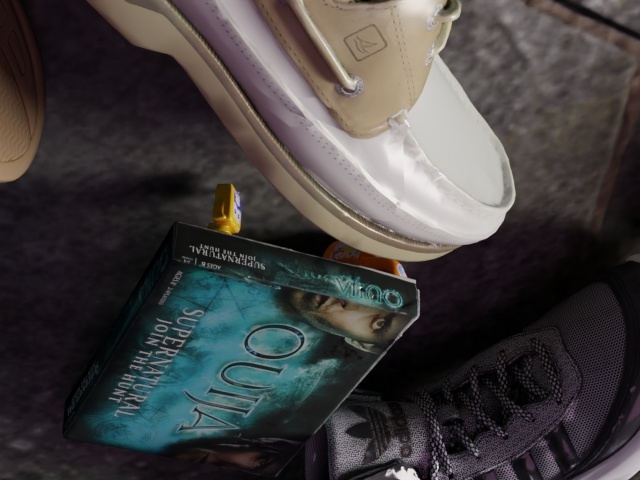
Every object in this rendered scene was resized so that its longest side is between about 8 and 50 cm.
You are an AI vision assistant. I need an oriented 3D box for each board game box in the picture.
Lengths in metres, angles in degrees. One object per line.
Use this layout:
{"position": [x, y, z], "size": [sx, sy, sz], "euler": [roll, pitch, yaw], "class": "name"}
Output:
{"position": [-0.045, 0.062, 0.847], "size": [0.126, 0.026, 0.186], "euler": [13, 144, -18], "class": "board game box"}

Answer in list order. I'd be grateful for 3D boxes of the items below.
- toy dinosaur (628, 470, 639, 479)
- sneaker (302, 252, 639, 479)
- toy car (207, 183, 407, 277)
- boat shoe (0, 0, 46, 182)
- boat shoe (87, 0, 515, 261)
{"position": [0.191, 0.109, 0.993], "size": [0.118, 0.064, 0.268], "euler": [20, 130, -19], "class": "toy dinosaur"}
{"position": [0.081, 0.099, 0.910], "size": [0.153, 0.101, 0.268], "euler": [10, 136, -31], "class": "sneaker"}
{"position": [0.000, 0.000, 0.819], "size": [0.060, 0.041, 0.122], "euler": [-13, 146, 29], "class": "toy car"}
{"position": [-0.209, -0.098, 0.604], "size": [0.092, 0.103, 0.285], "euler": [-6, 159, 28], "class": "boat shoe"}
{"position": [0.005, -0.092, 0.661], "size": [0.103, 0.113, 0.302], "euler": [-29, 138, 23], "class": "boat shoe"}
